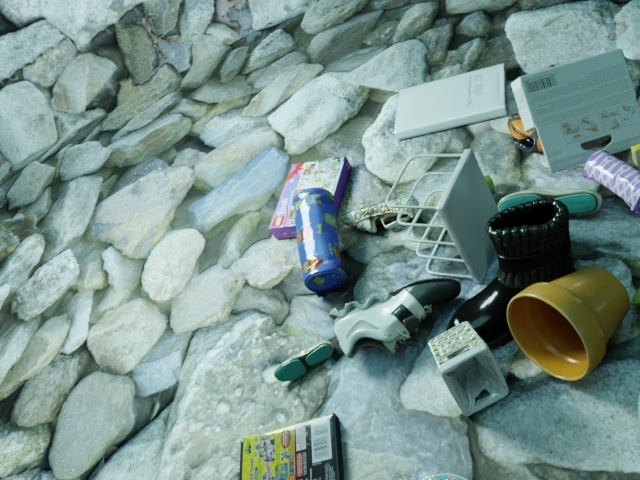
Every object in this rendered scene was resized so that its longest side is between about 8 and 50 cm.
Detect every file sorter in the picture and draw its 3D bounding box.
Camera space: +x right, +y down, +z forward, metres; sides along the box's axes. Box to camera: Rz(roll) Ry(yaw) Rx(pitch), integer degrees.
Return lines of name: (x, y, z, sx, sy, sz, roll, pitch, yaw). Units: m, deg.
file sorter: (0.313, -0.059, 1.646, 0.173, 0.278, 0.193, 4, 52, 41)

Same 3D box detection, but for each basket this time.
basket: (0.311, 0.270, 1.405, 0.113, 0.167, 0.103, -29, 34, 3)

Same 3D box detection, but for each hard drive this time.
hard drive: (0.420, -0.447, 2.137, 0.353, 0.047, 0.233, -9, 46, 24)

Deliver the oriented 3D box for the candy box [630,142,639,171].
candy box: (0.857, -0.224, 1.590, 0.206, 0.105, 0.027, -23, 41, 10)

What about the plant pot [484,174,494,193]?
plant pot: (0.431, -0.144, 1.812, 0.079, 0.083, 0.083, -18, 41, 0)

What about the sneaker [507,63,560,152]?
sneaker: (0.618, -0.376, 1.880, 0.180, 0.124, 0.321, -12, 45, 21)

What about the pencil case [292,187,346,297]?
pencil case: (0.000, 0.000, 1.861, 0.119, 0.133, 0.306, -37, 48, 37)

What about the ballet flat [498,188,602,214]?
ballet flat: (0.581, -0.097, 1.674, 0.248, 0.086, 0.086, 1, 50, 31)

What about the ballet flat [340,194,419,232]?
ballet flat: (0.169, -0.066, 1.894, 0.241, 0.091, 0.077, -16, 65, 24)

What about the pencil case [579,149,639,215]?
pencil case: (0.733, -0.142, 1.611, 0.088, 0.086, 0.206, -55, 35, 18)

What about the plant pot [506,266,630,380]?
plant pot: (0.529, 0.154, 1.373, 0.188, 0.205, 0.205, -30, 37, -23)

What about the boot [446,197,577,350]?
boot: (0.403, 0.076, 1.459, 0.348, 0.260, 0.131, -32, 40, 0)

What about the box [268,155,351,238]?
box: (-0.029, -0.138, 2.105, 0.201, 0.057, 0.293, -5, 48, 27)

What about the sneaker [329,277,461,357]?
sneaker: (0.195, 0.196, 1.605, 0.330, 0.122, 0.146, -21, 59, 12)

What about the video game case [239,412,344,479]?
video game case: (-0.067, 0.540, 1.473, 0.248, 0.035, 0.275, -19, 43, 15)

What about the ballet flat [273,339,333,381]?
ballet flat: (-0.041, 0.307, 1.687, 0.168, 0.057, 0.052, -27, 13, 1)

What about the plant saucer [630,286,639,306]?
plant saucer: (0.725, 0.051, 1.336, 0.037, 0.241, 0.241, 41, 75, 15)

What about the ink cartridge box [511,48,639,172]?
ink cartridge box: (0.675, -0.333, 1.719, 0.296, 0.261, 0.066, -17, -2, -7)

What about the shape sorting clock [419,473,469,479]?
shape sorting clock: (0.233, 0.549, 1.268, 0.206, 0.040, 0.206, -18, 42, 17)

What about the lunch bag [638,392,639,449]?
lunch bag: (0.693, 0.351, 1.120, 0.279, 0.108, 0.224, -5, 47, 29)
